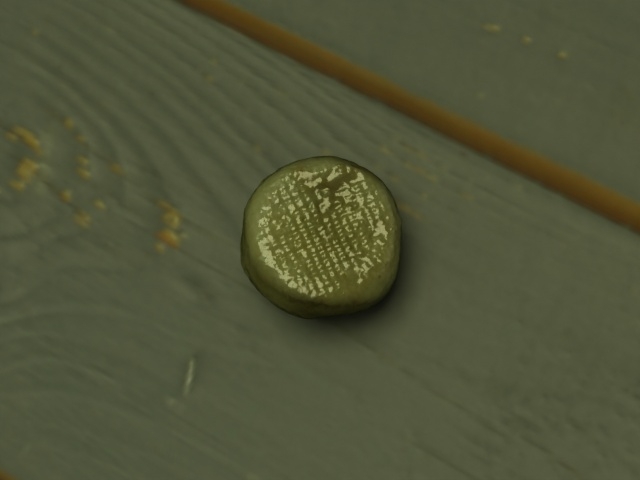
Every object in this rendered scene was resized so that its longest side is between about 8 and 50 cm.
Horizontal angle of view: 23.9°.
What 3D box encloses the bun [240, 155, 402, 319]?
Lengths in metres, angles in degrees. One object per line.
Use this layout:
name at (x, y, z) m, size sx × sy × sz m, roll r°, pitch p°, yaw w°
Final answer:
bun at (0.000, 0.000, 0.768) m, size 0.086 × 0.055 × 0.086 m, roll 1°, pitch 77°, yaw -2°
